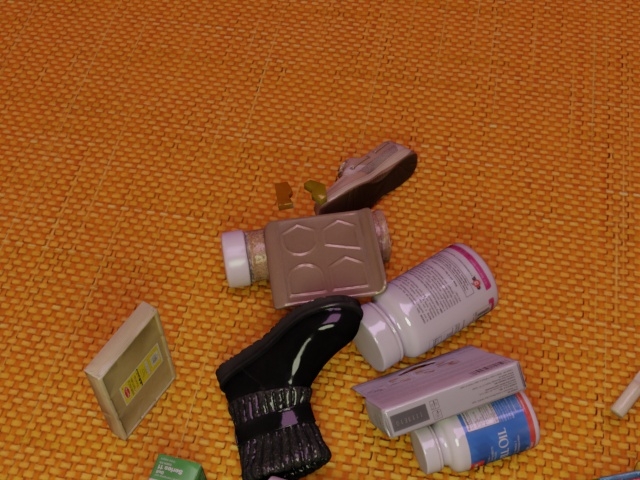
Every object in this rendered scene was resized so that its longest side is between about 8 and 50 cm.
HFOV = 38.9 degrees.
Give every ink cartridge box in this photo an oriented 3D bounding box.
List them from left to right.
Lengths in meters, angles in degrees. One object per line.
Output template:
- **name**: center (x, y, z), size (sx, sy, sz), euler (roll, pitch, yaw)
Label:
- **ink cartridge box**: center (-0.272, 0.504, 1.590), size (0.086, 0.153, 0.208), euler (12, 55, 10)
- **ink cartridge box**: center (0.217, 0.282, 1.733), size (0.275, 0.239, 0.060), euler (-18, 93, -11)

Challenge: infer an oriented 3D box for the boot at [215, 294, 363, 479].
- **boot**: center (-0.029, 0.288, 1.699), size (0.348, 0.131, 0.260), euler (-37, 51, 18)

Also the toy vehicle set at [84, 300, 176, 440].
- **toy vehicle set**: center (-0.349, 0.249, 1.699), size (0.035, 0.267, 0.166), euler (27, 58, 18)

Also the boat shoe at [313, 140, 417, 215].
- **boat shoe**: center (0.088, -0.136, 2.063), size (0.302, 0.109, 0.098), euler (-35, 56, -28)

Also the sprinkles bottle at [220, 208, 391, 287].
- **sprinkles bottle**: center (-0.032, 0.016, 1.945), size (0.355, 0.121, 0.121), euler (-9, 56, -6)

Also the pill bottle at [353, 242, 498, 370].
- **pill bottle**: center (0.204, 0.136, 1.835), size (0.283, 0.160, 0.160), euler (-29, 60, -18)

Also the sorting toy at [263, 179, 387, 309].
- **sorting toy**: center (0.000, 0.000, 1.862), size (0.229, 0.041, 0.307), euler (-10, 54, -1)

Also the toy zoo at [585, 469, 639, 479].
- **toy zoo**: center (0.565, 0.421, 1.568), size (0.293, 0.192, 0.030), euler (-15, 78, 14)

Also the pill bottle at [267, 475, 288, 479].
- **pill bottle**: center (0.027, 0.517, 1.572), size (0.283, 0.161, 0.161), euler (16, 57, 11)

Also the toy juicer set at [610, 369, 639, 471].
- **toy juicer set**: center (0.667, 0.375, 1.717), size (0.209, 0.089, 0.329), euler (-30, 65, -1)

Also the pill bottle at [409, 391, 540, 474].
- **pill bottle**: center (0.286, 0.361, 1.700), size (0.221, 0.124, 0.124), euler (-17, 57, -9)
